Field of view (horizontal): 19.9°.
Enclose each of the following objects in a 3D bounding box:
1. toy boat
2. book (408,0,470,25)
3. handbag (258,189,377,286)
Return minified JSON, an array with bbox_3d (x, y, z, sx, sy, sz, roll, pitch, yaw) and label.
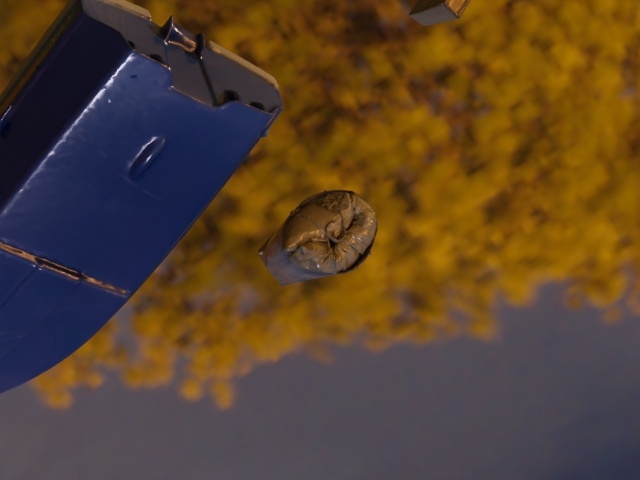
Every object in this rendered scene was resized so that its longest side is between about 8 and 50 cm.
[{"bbox_3d":[-0.151,-0.004,0.986,0.295,0.129,0.088,-49,-145,27],"label":"toy boat"},{"bbox_3d":[0.181,-0.333,1.939,0.231,0.026,0.161,-57,-170,-3],"label":"book"},{"bbox_3d":[0.000,0.000,2.069,0.117,0.095,0.173,-37,-179,-12],"label":"handbag"}]
